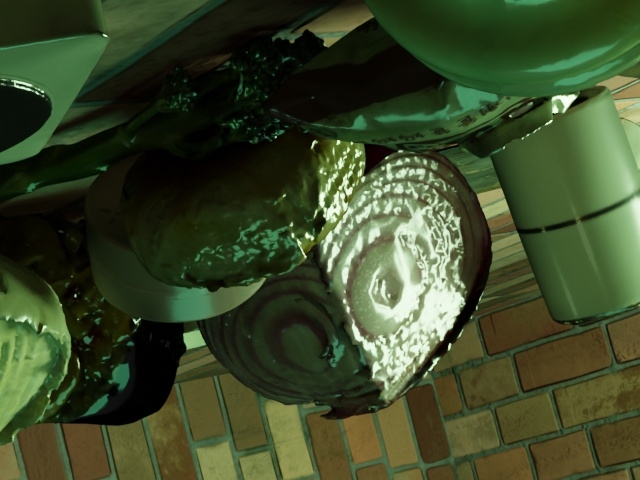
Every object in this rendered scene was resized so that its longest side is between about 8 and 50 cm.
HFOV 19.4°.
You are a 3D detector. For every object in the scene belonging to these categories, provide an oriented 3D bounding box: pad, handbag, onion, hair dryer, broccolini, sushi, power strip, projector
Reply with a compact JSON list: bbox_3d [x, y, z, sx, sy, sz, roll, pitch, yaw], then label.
[{"bbox_3d":[0.126,-0.066,2.100,0.248,0.007,0.367,-14,172,-4],"label":"pad"},{"bbox_3d":[0.096,-0.115,1.237,0.213,0.127,0.235,-24,172,18],"label":"handbag"},{"bbox_3d":[0.010,0.023,1.751,0.256,0.272,0.230,-14,-174,-38],"label":"onion"},{"bbox_3d":[0.278,-0.067,1.862,0.128,0.203,0.362,-18,-170,22],"label":"hair dryer"},{"bbox_3d":[-0.168,-0.072,1.362,0.392,0.074,0.079,-17,-147,25],"label":"broccolini"},{"bbox_3d":[-0.244,0.068,1.690,0.213,0.200,0.204,7,-178,24],"label":"sushi"},{"bbox_3d":[-0.115,-0.008,1.525,0.154,0.154,0.078,-13,130,-12],"label":"power strip"},{"bbox_3d":[-0.264,-0.082,1.003,0.259,0.079,0.257,-12,171,-20],"label":"projector"}]

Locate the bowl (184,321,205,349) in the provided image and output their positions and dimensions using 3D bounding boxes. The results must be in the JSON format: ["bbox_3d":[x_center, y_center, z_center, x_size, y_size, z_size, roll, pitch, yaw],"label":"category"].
[{"bbox_3d":[-0.130,0.055,2.092,0.211,0.112,0.211,-13,172,-2],"label":"bowl"}]

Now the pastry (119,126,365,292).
[{"bbox_3d":[-0.062,-0.044,1.394,0.182,0.093,0.192,-15,-152,25],"label":"pastry"}]

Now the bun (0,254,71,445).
[{"bbox_3d":[-0.334,0.087,1.505,0.259,0.152,0.259,-26,152,-15],"label":"bun"}]

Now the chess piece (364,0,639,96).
[{"bbox_3d":[0.065,-0.183,0.755,0.176,0.175,0.298,-16,159,10],"label":"chess piece"}]

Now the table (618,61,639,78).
[{"bbox_3d":[0.463,-0.084,1.705,0.317,0.249,0.317,-14,172,-2],"label":"table"}]
